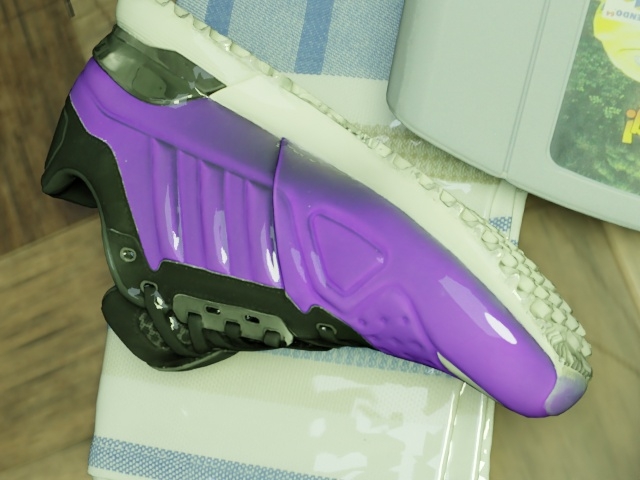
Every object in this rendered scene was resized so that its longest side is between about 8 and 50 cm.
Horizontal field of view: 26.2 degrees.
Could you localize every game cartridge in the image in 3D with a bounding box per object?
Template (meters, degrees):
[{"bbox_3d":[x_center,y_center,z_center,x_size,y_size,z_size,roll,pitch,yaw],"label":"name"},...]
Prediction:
[{"bbox_3d":[0.182,-0.091,0.584,0.294,0.060,0.196,13,122,6],"label":"game cartridge"}]

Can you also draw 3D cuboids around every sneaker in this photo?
[{"bbox_3d":[-0.018,0.013,0.628,0.293,0.102,0.146,38,95,27],"label":"sneaker"}]

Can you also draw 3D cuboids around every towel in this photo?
[{"bbox_3d":[0.000,0.000,0.690,0.209,0.034,0.285,6,79,18],"label":"towel"}]
